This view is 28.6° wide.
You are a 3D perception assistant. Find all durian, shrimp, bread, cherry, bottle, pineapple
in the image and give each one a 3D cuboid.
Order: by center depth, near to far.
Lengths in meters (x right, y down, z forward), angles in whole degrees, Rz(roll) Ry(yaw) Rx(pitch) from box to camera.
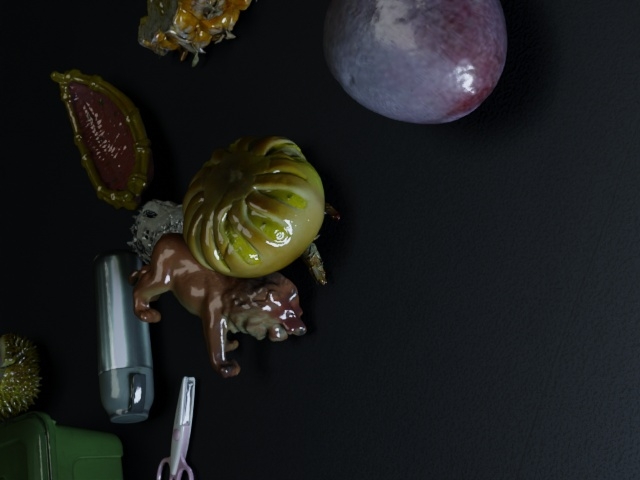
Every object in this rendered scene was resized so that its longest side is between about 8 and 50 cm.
[{"bbox_3d":[0.108,-0.244,1.444,0.213,0.183,0.266,-53,46,29],"label":"cherry"},{"bbox_3d":[0.000,0.000,1.620,0.083,0.023,0.114,-42,48,29],"label":"shrimp"},{"bbox_3d":[-0.094,-0.049,1.623,0.213,0.105,0.213,-15,51,19],"label":"bread"},{"bbox_3d":[-0.196,-0.367,1.837,0.236,0.114,0.186,-31,61,41],"label":"pineapple"},{"bbox_3d":[-0.287,0.137,1.843,0.096,0.079,0.253,-35,56,54],"label":"bottle"},{"bbox_3d":[-0.511,0.222,2.057,0.146,0.102,0.208,-55,26,20],"label":"durian"}]

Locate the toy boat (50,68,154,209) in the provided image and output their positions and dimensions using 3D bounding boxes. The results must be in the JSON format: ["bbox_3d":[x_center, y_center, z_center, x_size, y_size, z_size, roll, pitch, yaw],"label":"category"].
[{"bbox_3d":[-0.323,-0.151,1.929,0.141,0.099,0.318,-52,50,22],"label":"toy boat"}]

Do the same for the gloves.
[{"bbox_3d":[-0.218,0.000,1.809,0.153,0.070,0.114,18,94,46],"label":"gloves"}]

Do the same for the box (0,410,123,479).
[{"bbox_3d":[-0.434,0.407,1.876,0.329,0.178,0.252,-23,67,39],"label":"box"}]

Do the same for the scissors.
[{"bbox_3d":[-0.196,0.279,1.764,0.085,0.022,0.176,9,92,49],"label":"scissors"}]

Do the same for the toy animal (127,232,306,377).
[{"bbox_3d":[-0.149,0.068,1.686,0.312,0.097,0.157,33,107,27],"label":"toy animal"}]
